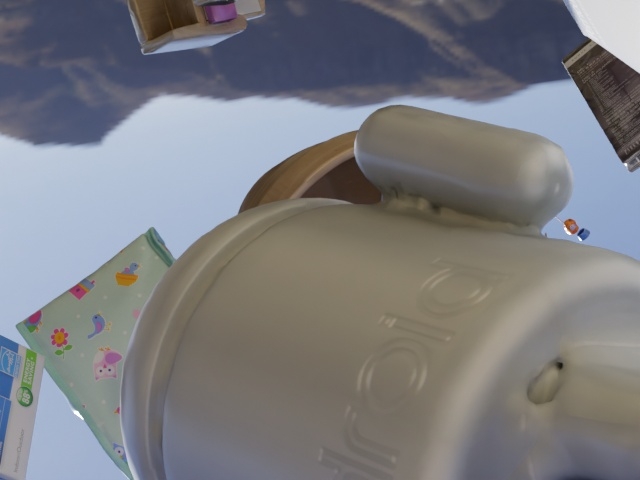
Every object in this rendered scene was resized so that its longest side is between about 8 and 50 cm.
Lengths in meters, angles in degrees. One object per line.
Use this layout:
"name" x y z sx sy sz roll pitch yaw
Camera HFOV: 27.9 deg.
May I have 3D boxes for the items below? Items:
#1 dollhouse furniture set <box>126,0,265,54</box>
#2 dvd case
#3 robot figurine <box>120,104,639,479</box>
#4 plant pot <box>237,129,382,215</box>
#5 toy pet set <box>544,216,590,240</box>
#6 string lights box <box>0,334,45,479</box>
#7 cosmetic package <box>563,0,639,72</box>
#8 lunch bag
"dollhouse furniture set" -0.009 -0.315 0.895 0.198 0.286 0.303 -21 -174 -39
"dvd case" 0.302 -0.162 1.119 0.164 0.018 0.221 -40 -154 17
"robot figurine" 0.040 0.087 0.603 0.200 0.300 0.353 14 178 -40
"plant pot" 0.000 0.000 1.145 0.237 0.237 0.110 -20 -142 -34
"toy pet set" 0.239 0.005 1.537 0.122 0.065 0.114 -48 -163 1
"string lights box" -0.375 0.122 1.139 0.077 0.133 0.260 -22 141 32
"cosmetic package" 0.198 -0.107 0.560 0.107 0.127 0.238 -45 -136 0
"lunch bag" -0.207 0.156 1.601 0.223 0.262 0.160 -38 163 -9
